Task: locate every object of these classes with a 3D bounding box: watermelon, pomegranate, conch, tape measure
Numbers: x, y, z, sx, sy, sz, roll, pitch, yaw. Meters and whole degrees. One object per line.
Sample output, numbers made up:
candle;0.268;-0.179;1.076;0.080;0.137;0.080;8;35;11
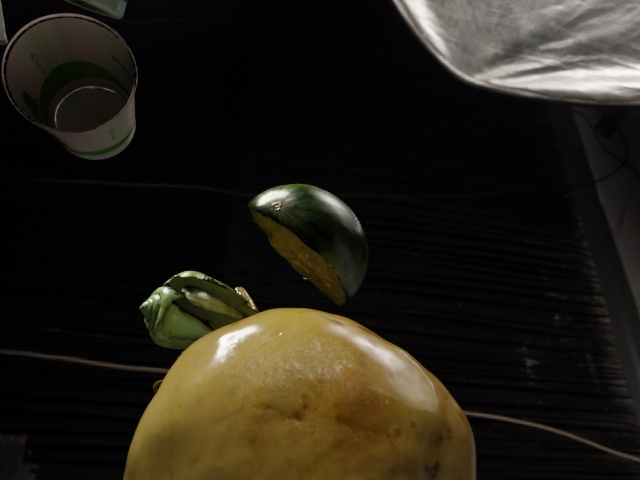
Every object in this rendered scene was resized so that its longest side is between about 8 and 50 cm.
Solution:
watermelon;-0.002;-0.004;0.857;0.127;0.232;0.204;-48;36;-12
pomegranate;-0.023;0.234;0.517;0.332;0.332;0.333;-172;90;-78
conch;-0.141;0.088;0.693;0.106;0.170;0.079;-54;44;22
tape measure;-0.508;-0.577;1.256;0.215;0.351;0.098;4;-70;-60

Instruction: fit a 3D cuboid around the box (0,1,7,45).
box;-0.489;-0.279;0.582;0.047;0.324;0.181;-28;-65;-72

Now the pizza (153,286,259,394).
pizza;-0.161;0.250;0.986;0.257;0.087;0.268;36;88;38

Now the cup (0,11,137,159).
cup;-0.514;-0.309;1.199;0.274;0.253;0.253;141;136;-75
